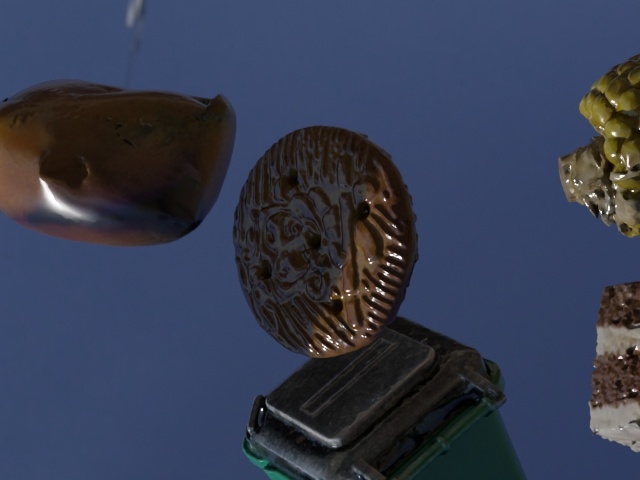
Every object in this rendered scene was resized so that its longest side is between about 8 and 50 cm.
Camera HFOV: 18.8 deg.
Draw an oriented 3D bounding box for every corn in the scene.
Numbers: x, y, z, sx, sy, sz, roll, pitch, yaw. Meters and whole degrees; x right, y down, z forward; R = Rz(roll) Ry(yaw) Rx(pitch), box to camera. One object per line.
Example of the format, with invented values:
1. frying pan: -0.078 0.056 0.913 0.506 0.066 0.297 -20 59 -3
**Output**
1. corn: 0.296 -0.085 1.156 0.322 0.119 0.119 -15 -153 13

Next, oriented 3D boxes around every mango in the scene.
1. mango: -0.216 -0.076 1.877 0.287 0.152 0.201 9 -170 43

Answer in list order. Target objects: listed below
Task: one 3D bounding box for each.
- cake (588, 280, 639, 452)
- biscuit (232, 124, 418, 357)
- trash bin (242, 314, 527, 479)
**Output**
1. cake: 0.325 0.120 1.739 0.134 0.147 0.135 26 160 -29
2. biscuit: -0.001 0.000 1.540 0.027 0.188 0.188 0 -152 -48
3. trash bin: 0.126 0.298 2.241 0.259 0.381 0.295 -41 -149 -17
